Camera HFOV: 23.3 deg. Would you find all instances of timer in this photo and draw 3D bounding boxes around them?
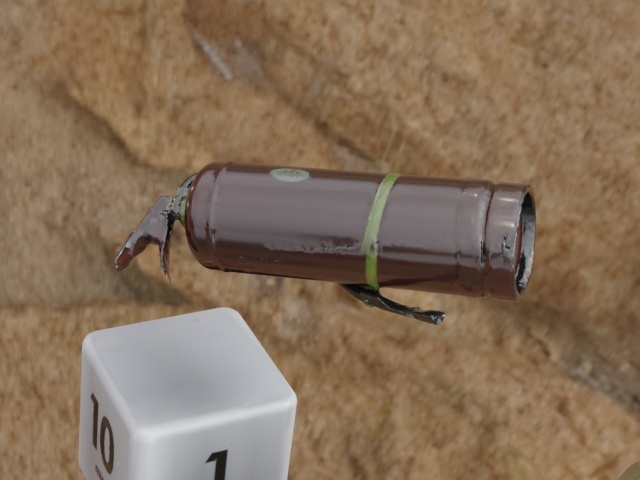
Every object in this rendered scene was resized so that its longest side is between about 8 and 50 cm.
[{"bbox_3d":[-0.154,0.215,1.745,0.194,0.195,0.192,-10,37,-24],"label":"timer"}]

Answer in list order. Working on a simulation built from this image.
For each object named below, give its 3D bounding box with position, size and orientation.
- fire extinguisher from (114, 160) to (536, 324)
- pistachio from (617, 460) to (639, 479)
[{"bbox_3d":[0.000,0.000,1.282,0.341,0.105,0.141,4,50,17],"label":"fire extinguisher"},{"bbox_3d":[0.331,0.285,1.563,0.113,0.149,0.113,23,26,-12],"label":"pistachio"}]
